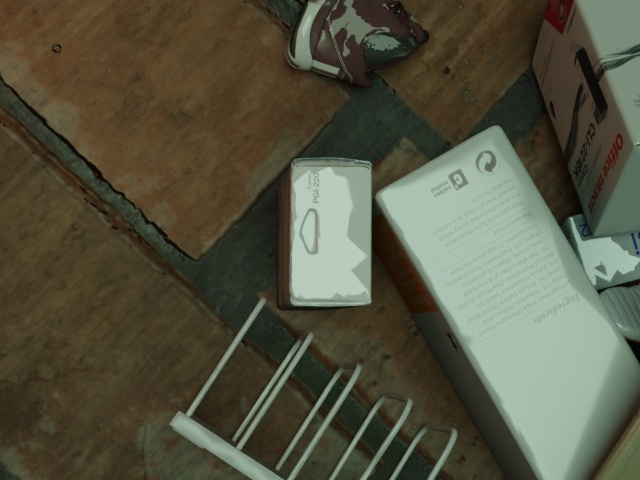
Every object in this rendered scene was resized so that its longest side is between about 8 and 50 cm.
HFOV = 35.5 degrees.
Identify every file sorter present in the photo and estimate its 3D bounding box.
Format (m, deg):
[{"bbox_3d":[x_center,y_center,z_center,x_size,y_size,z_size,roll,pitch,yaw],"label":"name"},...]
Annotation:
[{"bbox_3d":[-0.007,0.214,1.148,0.278,0.193,0.173,34,80,-1],"label":"file sorter"}]

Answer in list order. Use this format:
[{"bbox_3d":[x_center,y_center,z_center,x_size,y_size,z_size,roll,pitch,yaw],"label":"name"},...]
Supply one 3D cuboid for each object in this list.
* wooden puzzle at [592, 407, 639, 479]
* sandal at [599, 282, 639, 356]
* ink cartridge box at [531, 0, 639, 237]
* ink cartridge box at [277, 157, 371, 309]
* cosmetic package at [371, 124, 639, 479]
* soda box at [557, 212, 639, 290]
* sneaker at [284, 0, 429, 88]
[{"bbox_3d":[0.427,0.286,1.007,0.322,0.080,0.347,27,95,-15],"label":"wooden puzzle"},{"bbox_3d":[0.391,0.103,1.204,0.076,0.265,0.102,-55,52,28],"label":"sandal"},{"bbox_3d":[0.349,-0.168,1.158,0.114,0.197,0.272,-9,61,-5],"label":"ink cartridge box"},{"bbox_3d":[0.000,0.000,1.151,0.092,0.218,0.158,1,85,-5],"label":"ink cartridge box"},{"bbox_3d":[0.227,0.116,1.155,0.161,0.230,0.453,-30,87,-5],"label":"cosmetic package"},{"bbox_3d":[0.440,-0.013,1.251,0.286,0.091,0.098,-15,85,-6],"label":"soda box"},{"bbox_3d":[0.077,-0.321,1.255,0.163,0.106,0.281,23,94,-7],"label":"sneaker"}]
